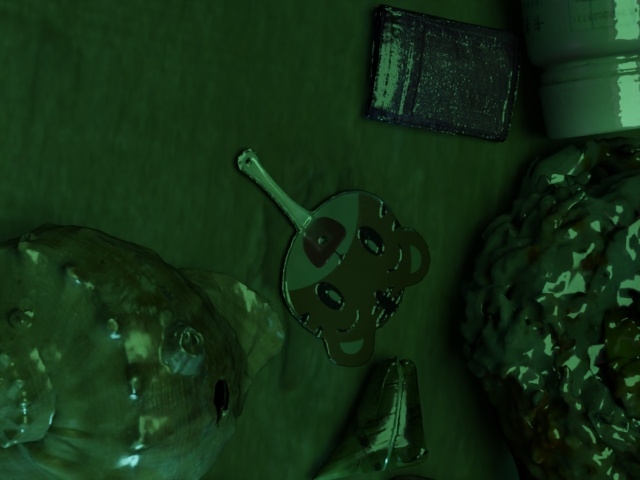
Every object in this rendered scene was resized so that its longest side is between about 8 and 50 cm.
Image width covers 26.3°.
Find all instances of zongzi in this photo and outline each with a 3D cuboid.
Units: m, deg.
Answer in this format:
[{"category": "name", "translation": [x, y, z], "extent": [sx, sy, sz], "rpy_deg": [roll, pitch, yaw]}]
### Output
[{"category": "zongzi", "translation": [0.038, 0.163, 1.259], "extent": [0.113, 0.052, 0.104], "rpy_deg": [-7, 86, -16]}]

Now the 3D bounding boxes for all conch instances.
[{"category": "conch", "translation": [-0.155, 0.118, 1.084], "extent": [0.324, 0.186, 0.263], "rpy_deg": [-3, 109, -28]}]

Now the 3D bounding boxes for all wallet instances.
[{"category": "wallet", "translation": [0.119, -0.158, 1.309], "extent": [0.166, 0.030, 0.111], "rpy_deg": [6, 86, -29]}]

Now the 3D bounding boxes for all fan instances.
[{"category": "fan", "translation": [0.000, 0.000, 1.255], "extent": [0.227, 0.008, 0.152], "rpy_deg": [45, 71, -22]}]

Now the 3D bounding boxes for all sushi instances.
[{"category": "sushi", "translation": [0.325, 0.093, 1.339], "extent": [0.418, 0.176, 0.417], "rpy_deg": [0, 90, -29]}]

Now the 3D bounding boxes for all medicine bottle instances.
[{"category": "medicine bottle", "translation": [0.268, -0.229, 1.324], "extent": [0.152, 0.152, 0.254], "rpy_deg": [-7, 93, -29]}]

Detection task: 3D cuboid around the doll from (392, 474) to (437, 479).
[{"category": "doll", "translation": [0.146, 0.336, 1.188], "extent": [0.284, 0.268, 0.216], "rpy_deg": [18, 83, -28]}]
